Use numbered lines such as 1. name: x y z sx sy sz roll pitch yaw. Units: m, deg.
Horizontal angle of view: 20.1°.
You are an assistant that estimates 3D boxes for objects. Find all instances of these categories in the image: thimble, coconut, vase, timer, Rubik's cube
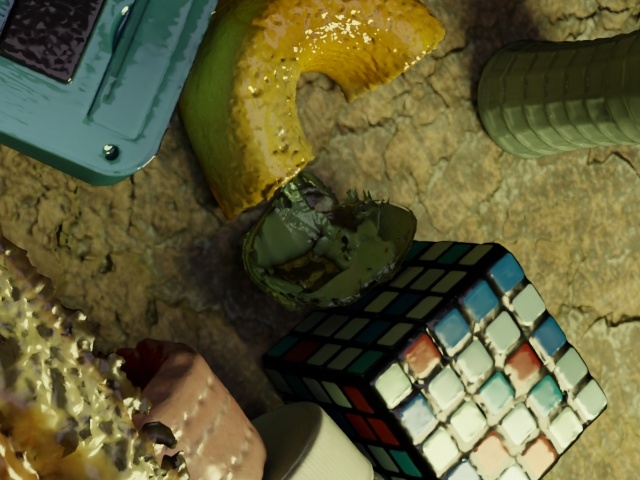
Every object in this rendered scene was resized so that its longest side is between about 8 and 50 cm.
1. thimble: -0.141 0.166 1.397 0.163 0.190 0.125 -45 108 -25
2. coconut: 0.002 0.004 1.534 0.158 0.133 0.055 -15 139 -20
3. vase: 0.260 -0.132 1.552 0.143 0.299 0.143 0 91 -29
4. timer: -0.219 -0.186 1.435 0.250 0.091 0.231 25 79 -15
5. Rubik's cube: 0.096 0.122 1.530 0.184 0.187 0.182 -40 108 -21

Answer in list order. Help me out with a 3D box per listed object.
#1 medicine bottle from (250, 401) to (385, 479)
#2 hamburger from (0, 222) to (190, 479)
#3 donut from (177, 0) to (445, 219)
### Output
1. medicine bottle: 0.019 0.308 1.485 0.190 0.190 0.332 -43 110 -22
2. hamburger: -0.322 0.095 1.197 0.268 0.287 0.445 -47 116 -20
3. donut: -0.025 -0.153 1.520 0.259 0.101 0.152 -45 104 -17
